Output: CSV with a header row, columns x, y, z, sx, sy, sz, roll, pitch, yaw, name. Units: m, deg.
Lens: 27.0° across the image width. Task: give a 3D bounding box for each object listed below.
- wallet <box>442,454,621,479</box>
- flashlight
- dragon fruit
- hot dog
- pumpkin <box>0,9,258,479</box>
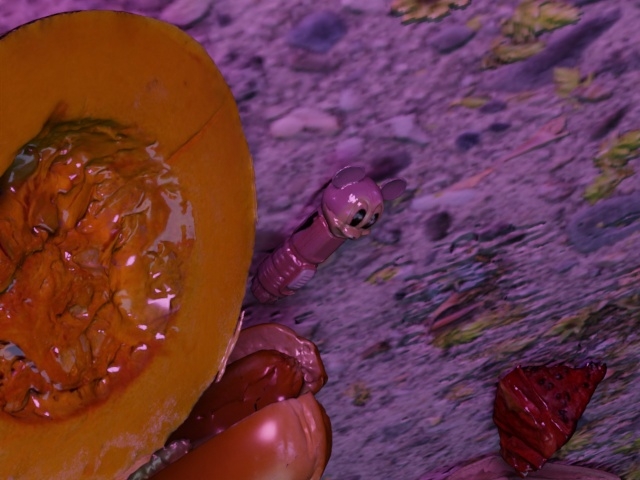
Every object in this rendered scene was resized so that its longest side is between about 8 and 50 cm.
x,y,z,sx,sy,sz,roll,pitch,yaw,name
0.110,0.297,1.197,0.335,0.068,0.275,-42,146,17,wallet
0.000,0.000,0.731,0.052,0.031,0.110,13,133,-42,flashlight
0.169,0.152,1.016,0.097,0.063,0.131,-5,143,-24,dragon fruit
-0.135,0.168,0.810,0.337,0.135,0.100,-36,123,20,hot dog
-0.134,0.006,0.580,0.110,0.217,0.217,8,163,33,pumpkin
